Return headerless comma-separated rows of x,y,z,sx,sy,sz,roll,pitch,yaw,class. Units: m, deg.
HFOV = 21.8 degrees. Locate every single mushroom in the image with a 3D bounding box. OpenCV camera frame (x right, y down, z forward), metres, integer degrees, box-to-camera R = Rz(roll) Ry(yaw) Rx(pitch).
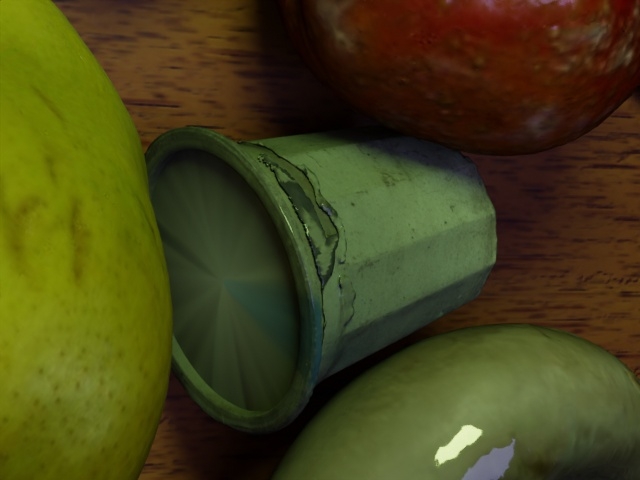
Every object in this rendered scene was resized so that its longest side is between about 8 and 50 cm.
0.123,0.242,1.193,0.362,0.294,0.362,-21,133,-25,mushroom

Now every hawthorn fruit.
0.098,-0.200,1.120,0.284,0.284,0.284,-7,105,-27,hawthorn fruit

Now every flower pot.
0.000,0.000,1.159,0.202,0.212,0.212,-22,112,-37,flower pot

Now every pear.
-0.258,0.043,0.925,0.362,0.362,0.418,44,52,-29,pear
